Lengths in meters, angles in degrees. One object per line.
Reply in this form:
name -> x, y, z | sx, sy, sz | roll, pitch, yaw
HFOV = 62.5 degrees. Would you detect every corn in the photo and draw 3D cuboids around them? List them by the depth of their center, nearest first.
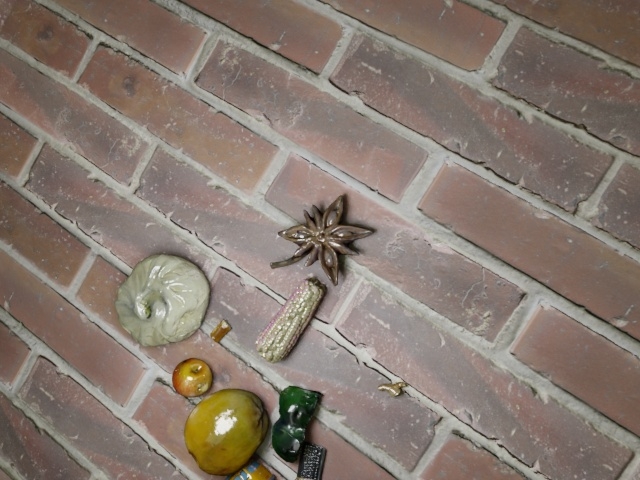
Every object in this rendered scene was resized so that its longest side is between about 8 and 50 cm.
corn -> -0.100, 0.281, 1.856 | 0.126, 0.126, 0.335 | 39, 93, 15

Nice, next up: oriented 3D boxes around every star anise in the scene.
star anise -> 0.001, 0.001, 1.850 | 0.292, 0.109, 0.349 | 30, 84, 23

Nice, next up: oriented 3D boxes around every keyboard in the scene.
keyboard -> -0.040, 0.826, 1.844 | 0.093, 0.025, 0.230 | 9, 89, 19

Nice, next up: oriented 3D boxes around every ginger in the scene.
ginger -> 0.244, 0.506, 1.782 | 0.097, 0.030, 0.048 | -11, 55, 13

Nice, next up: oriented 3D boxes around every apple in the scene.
apple -> -0.468, 0.497, 1.926 | 0.146, 0.146, 0.146 | -1, 86, 16

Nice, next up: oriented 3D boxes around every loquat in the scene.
loquat -> -0.324, 0.656, 1.822 | 0.284, 0.276, 0.276 | -29, 79, 9

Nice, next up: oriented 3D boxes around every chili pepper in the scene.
chili pepper -> -0.104, 0.640, 1.827 | 0.148, 0.116, 0.264 | 15, 90, 20

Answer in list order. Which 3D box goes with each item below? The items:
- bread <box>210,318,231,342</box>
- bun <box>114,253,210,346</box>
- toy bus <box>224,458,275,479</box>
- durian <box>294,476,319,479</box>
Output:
bread -> -0.372, 0.338, 1.968 | 0.047, 0.036, 0.083 | 44, 97, 6
bun -> -0.596, 0.224, 1.949 | 0.359, 0.211, 0.360 | -1, 84, 15
toy bus -> -0.272, 0.872, 1.850 | 0.136, 0.126, 0.209 | 43, 101, 11
durian -> 0.062, 0.882, 1.760 | 0.341, 0.112, 0.191 | -3, 87, 12
